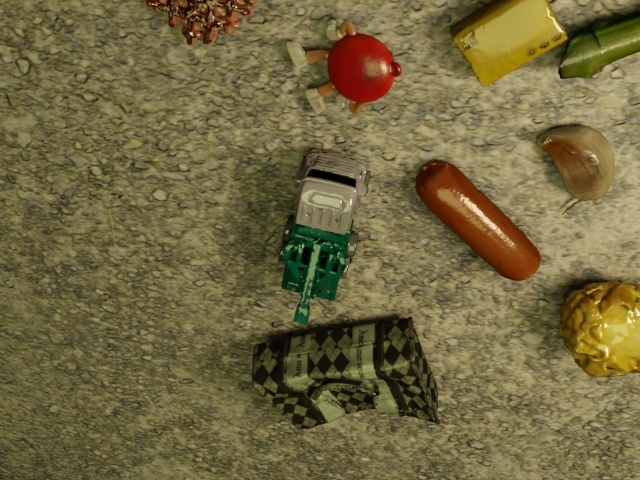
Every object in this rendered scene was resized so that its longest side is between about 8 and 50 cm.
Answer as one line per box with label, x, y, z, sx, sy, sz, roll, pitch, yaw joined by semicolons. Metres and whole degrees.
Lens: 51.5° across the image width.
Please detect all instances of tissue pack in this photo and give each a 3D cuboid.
tissue pack;0.332;-0.368;1.180;0.169;0.082;0.120;-28;114;26

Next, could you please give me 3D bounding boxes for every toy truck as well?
toy truck;0.001;-0.006;1.432;0.177;0.178;0.363;13;122;1

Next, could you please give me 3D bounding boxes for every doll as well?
doll;0.054;-0.330;1.259;0.217;0.085;0.183;-4;123;33

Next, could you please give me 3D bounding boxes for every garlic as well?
garlic;0.515;-0.138;1.315;0.129;0.090;0.198;-9;129;34

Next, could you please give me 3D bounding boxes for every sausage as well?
sausage;0.338;-0.032;1.401;0.348;0.094;0.097;40;117;-16

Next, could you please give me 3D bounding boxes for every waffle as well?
waffle;-0.224;-0.485;1.219;0.221;0.055;0.234;-27;121;23

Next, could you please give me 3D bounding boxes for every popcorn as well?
popcorn;0.641;0.194;1.446;0.250;0.190;0.250;9;127;12

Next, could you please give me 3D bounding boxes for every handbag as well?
handbag;0.073;0.360;1.678;0.417;0.180;0.316;-11;133;16

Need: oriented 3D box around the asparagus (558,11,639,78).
asparagus;0.576;-0.366;1.140;0.343;0.085;0.082;-19;122;20
